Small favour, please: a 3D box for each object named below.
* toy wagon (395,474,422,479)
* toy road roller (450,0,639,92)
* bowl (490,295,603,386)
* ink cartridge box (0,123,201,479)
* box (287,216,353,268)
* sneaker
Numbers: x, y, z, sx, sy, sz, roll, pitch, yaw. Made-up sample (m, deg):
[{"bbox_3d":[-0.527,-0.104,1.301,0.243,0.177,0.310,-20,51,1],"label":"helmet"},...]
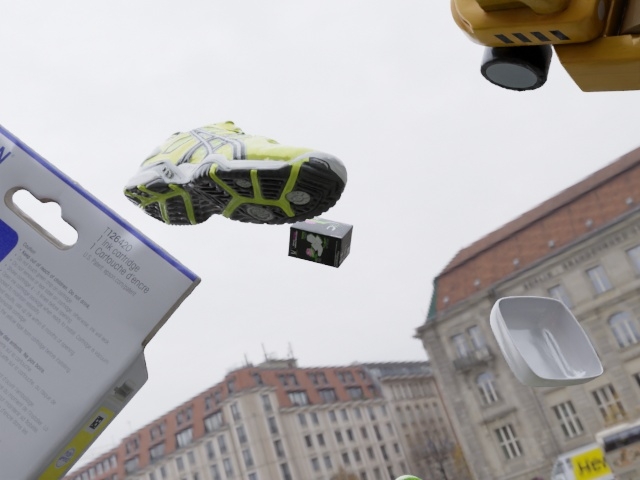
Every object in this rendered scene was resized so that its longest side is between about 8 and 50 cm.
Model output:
[{"bbox_3d":[0.220,0.339,0.794,0.344,0.068,0.267,17,-10,-4],"label":"toy wagon"},{"bbox_3d":[0.313,-0.321,0.888,0.329,0.202,0.240,9,-12,40],"label":"toy road roller"},{"bbox_3d":[0.309,0.148,1.021,0.142,0.142,0.053,3,-42,-27],"label":"bowl"},{"bbox_3d":[-0.303,0.074,0.605,0.307,0.303,0.072,-49,-19,-18],"label":"ink cartridge box"},{"bbox_3d":[0.000,0.000,1.099,0.083,0.052,0.062,14,25,15],"label":"box"},{"bbox_3d":[-0.128,-0.113,1.045,0.384,0.147,0.145,3,-29,34],"label":"sneaker"}]
